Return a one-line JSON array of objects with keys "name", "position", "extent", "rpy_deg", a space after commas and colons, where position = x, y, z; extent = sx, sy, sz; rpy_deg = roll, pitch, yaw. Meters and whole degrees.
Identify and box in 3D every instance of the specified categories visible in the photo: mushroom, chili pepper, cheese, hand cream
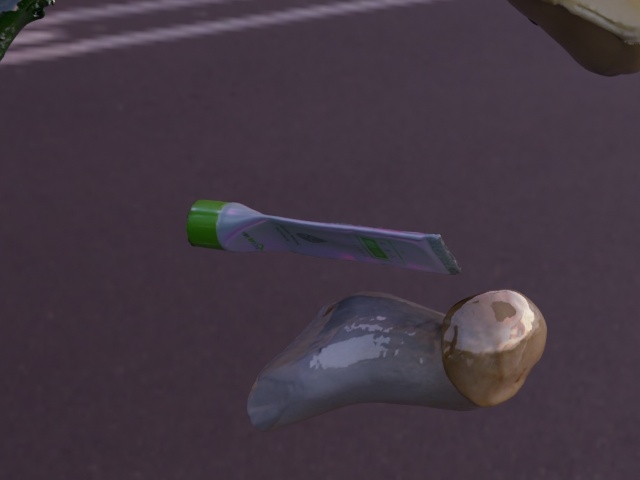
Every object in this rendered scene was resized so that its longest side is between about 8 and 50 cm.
[{"name": "mushroom", "position": [0.071, 0.116, 1.537], "extent": [0.122, 0.159, 0.328], "rpy_deg": [37, -25, -26]}, {"name": "chili pepper", "position": [-0.368, -0.203, 1.715], "extent": [0.216, 0.108, 0.062], "rpy_deg": [-27, 49, 9]}, {"name": "cheese", "position": [0.334, -0.305, 2.098], "extent": [0.259, 0.128, 0.316], "rpy_deg": [38, 0, 7]}, {"name": "hand cream", "position": [0.000, -0.001, 1.621], "extent": [0.275, 0.050, 0.079], "rpy_deg": [8, 6, 25]}]
